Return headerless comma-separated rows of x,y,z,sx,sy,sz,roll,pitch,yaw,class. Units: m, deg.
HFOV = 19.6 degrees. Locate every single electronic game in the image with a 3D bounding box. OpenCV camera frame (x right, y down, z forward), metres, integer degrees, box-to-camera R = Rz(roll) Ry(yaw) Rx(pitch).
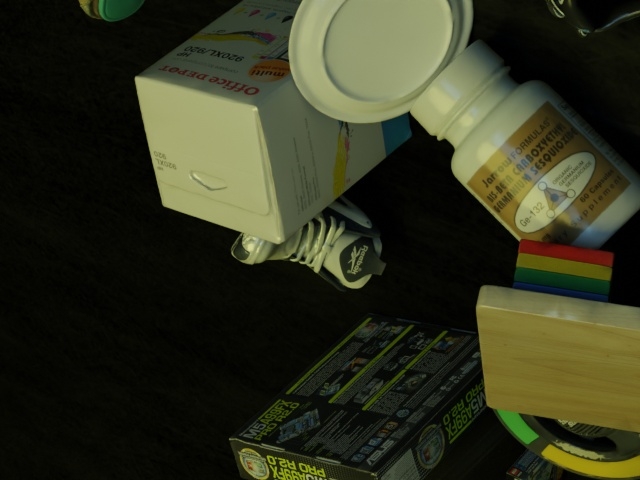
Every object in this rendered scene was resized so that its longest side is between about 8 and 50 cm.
0.284,0.176,1.993,0.229,0.048,0.229,19,140,17,electronic game

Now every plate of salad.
0.058,-0.209,1.838,0.048,0.199,0.200,-124,22,-51,plate of salad

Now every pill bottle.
0.204,-0.084,1.827,0.229,0.131,0.131,45,142,5,pill bottle

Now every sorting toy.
0.290,0.096,1.790,0.257,0.089,0.255,8,155,12,sorting toy

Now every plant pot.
0.123,0.289,2.197,0.187,0.167,0.188,20,135,33,plant pot

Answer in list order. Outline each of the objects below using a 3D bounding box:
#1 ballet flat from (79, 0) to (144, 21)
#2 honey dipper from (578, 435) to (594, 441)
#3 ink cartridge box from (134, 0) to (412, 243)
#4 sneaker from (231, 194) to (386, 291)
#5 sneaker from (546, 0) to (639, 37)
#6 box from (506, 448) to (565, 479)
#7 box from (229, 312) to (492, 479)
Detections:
-0.216,-0.384,2.010,0.123,0.123,0.348,41,142,11,ballet flat
0.298,0.169,2.035,0.030,0.030,0.161,26,138,27,honey dipper
-0.047,-0.139,1.944,0.171,0.232,0.168,16,132,35,ink cartridge box
0.000,0.000,2.048,0.153,0.235,0.094,32,104,4,sneaker
0.226,-0.262,1.642,0.330,0.147,0.130,6,125,43,sneaker
0.248,0.292,2.135,0.027,0.094,0.137,23,135,30,box
0.064,0.189,2.085,0.216,0.270,0.060,7,125,40,box
